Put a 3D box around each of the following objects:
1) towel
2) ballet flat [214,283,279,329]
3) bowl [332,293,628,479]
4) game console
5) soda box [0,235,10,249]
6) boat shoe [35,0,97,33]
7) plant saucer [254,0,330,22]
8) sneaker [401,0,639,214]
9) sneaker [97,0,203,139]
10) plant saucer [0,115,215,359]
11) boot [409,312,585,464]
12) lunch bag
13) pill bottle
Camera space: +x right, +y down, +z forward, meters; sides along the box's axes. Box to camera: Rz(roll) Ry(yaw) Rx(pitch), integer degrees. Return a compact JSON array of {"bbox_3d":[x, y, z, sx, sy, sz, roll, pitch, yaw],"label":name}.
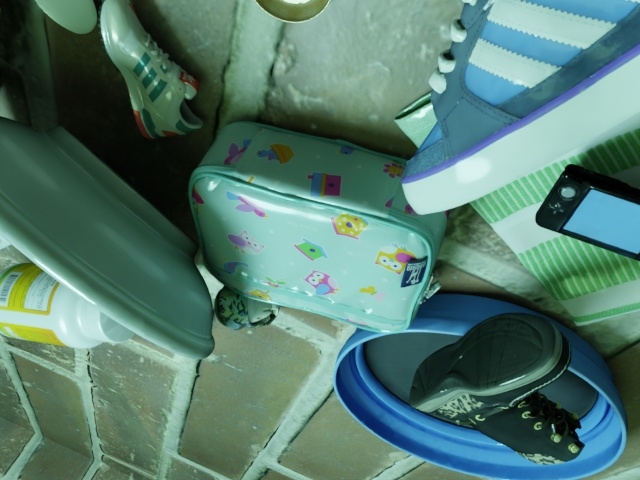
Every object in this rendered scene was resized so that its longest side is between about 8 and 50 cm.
[{"bbox_3d":[0.259,-0.049,0.483,0.325,0.038,0.248,43,138,-21],"label":"towel"},{"bbox_3d":[-0.092,0.089,0.745,0.070,0.070,0.188,19,175,6],"label":"ballet flat"},{"bbox_3d":[0.212,0.217,0.767,0.391,0.077,0.391,14,139,12],"label":"bowl"},{"bbox_3d":[0.253,-0.011,0.444,0.122,0.071,0.107,21,140,7],"label":"game console"},{"bbox_3d":[-0.489,-0.034,0.816,0.216,0.069,0.074,-9,131,49],"label":"soda box"},{"bbox_3d":[-0.268,-0.259,0.511,0.137,0.049,0.043,48,177,-29],"label":"boat shoe"},{"bbox_3d":[-0.026,-0.224,0.448,0.083,0.015,0.083,13,139,12],"label":"plant saucer"},{"bbox_3d":[0.128,-0.178,0.335,0.323,0.130,0.236,-33,87,49],"label":"sneaker"},{"bbox_3d":[-0.164,-0.176,0.550,0.075,0.057,0.161,-2,135,5],"label":"sneaker"},{"bbox_3d":[-0.255,-0.026,0.636,0.400,0.100,0.400,41,172,7],"label":"plant saucer"},{"bbox_3d":[0.225,0.168,0.584,0.178,0.085,0.236,29,146,-8],"label":"boot"},{"bbox_3d":[0.000,0.000,0.608,0.279,0.108,0.224,17,140,9],"label":"lunch bag"},{"bbox_3d":[-0.430,0.111,0.922,0.246,0.136,0.136,2,136,24],"label":"pill bottle"}]
